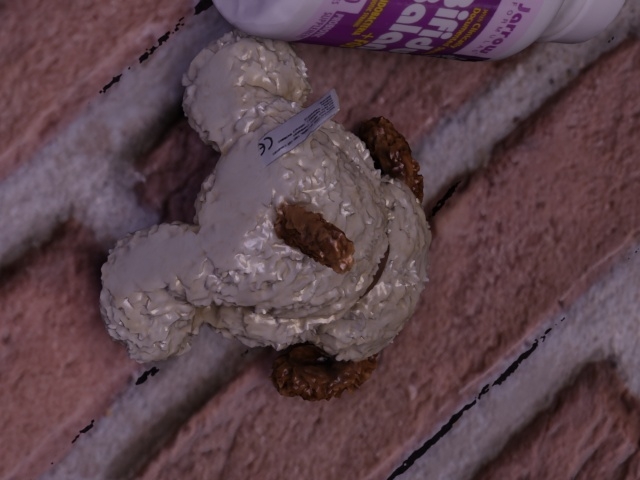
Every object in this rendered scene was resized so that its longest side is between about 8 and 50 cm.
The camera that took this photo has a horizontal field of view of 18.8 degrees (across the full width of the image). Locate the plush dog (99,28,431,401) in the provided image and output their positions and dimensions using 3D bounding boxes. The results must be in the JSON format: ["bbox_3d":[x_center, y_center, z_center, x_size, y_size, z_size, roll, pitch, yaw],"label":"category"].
[{"bbox_3d":[0.000,0.000,1.413,0.225,0.210,0.262,25,85,-51],"label":"plush dog"}]

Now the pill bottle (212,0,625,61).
[{"bbox_3d":[0.078,-0.217,1.405,0.301,0.169,0.169,2,97,-34],"label":"pill bottle"}]
